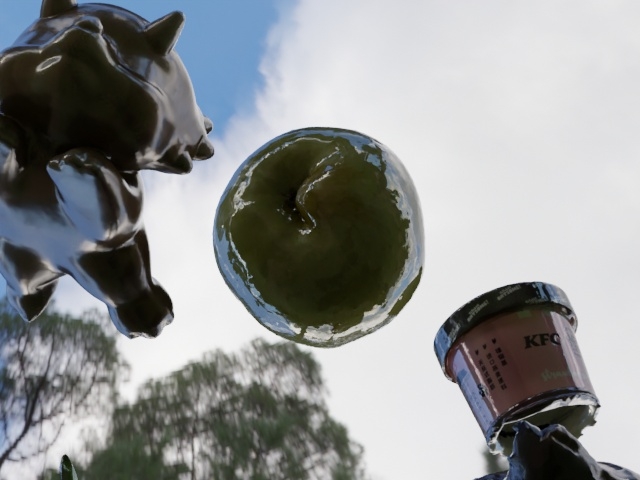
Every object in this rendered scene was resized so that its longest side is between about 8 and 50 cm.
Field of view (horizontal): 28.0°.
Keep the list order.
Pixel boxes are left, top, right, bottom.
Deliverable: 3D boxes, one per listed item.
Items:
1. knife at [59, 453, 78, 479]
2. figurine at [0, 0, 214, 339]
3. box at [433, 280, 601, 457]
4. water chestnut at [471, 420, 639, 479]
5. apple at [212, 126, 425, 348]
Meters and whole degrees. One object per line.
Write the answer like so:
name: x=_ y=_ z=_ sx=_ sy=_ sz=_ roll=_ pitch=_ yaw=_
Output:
knife: x=-0.232 y=0.273 z=1.165 sx=0.022 sy=0.026 sz=0.184 roll=-9 pitch=-58 yaw=-31
figurine: x=-0.168 y=-0.069 z=0.955 sx=0.177 sy=0.173 sz=0.247 roll=7 pitch=-40 yaw=22
box: x=0.205 y=0.139 z=1.300 sx=0.151 sy=0.135 sz=0.151 roll=-11 pitch=-36 yaw=-8
water chestnut: x=0.178 y=0.270 z=0.895 sx=0.289 sy=0.289 sz=0.244 roll=-32 pitch=-34 yaw=-2
apple: x=0.000 y=0.000 z=1.092 sx=0.200 sy=0.200 sz=0.200 roll=-2 pitch=-79 yaw=-9
